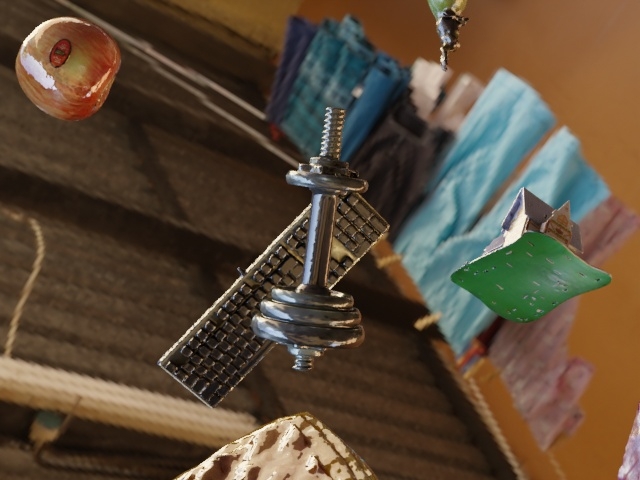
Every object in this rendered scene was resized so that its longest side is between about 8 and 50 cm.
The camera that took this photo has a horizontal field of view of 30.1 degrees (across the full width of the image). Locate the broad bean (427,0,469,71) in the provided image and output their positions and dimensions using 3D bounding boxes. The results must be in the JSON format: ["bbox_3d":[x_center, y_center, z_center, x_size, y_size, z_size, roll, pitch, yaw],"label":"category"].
[{"bbox_3d":[0.145,-0.305,1.024,0.075,0.325,0.067,24,-172,26],"label":"broad bean"}]

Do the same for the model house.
[{"bbox_3d":[0.238,0.010,1.321,0.117,0.167,0.088,31,-124,-14],"label":"model house"}]

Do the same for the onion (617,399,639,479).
[{"bbox_3d":[0.283,0.160,0.641,0.216,0.206,0.207,45,155,-25],"label":"onion"}]

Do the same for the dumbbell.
[{"bbox_3d":[0.000,0.000,1.142,0.110,0.254,0.110,8,-177,0],"label":"dumbbell"}]

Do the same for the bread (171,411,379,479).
[{"bbox_3d":[-0.042,0.339,1.138,0.167,0.278,0.324,64,171,-32],"label":"bread"}]

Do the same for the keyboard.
[{"bbox_3d":[-0.057,0.064,1.435,0.106,0.317,0.027,43,-177,-19],"label":"keyboard"}]

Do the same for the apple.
[{"bbox_3d":[-0.349,-0.240,1.645,0.131,0.146,0.146,32,-159,-4],"label":"apple"}]
